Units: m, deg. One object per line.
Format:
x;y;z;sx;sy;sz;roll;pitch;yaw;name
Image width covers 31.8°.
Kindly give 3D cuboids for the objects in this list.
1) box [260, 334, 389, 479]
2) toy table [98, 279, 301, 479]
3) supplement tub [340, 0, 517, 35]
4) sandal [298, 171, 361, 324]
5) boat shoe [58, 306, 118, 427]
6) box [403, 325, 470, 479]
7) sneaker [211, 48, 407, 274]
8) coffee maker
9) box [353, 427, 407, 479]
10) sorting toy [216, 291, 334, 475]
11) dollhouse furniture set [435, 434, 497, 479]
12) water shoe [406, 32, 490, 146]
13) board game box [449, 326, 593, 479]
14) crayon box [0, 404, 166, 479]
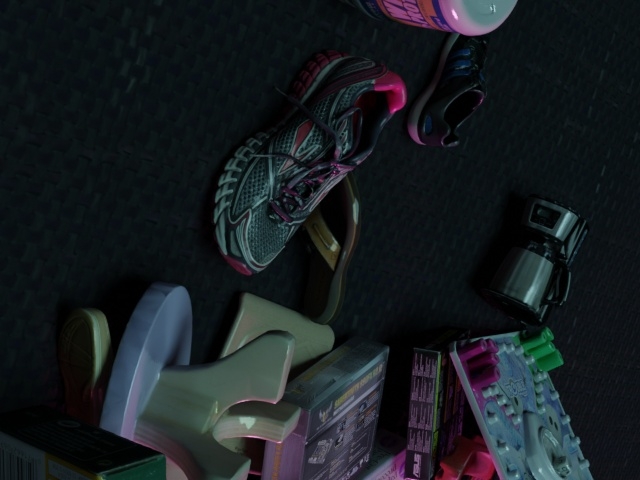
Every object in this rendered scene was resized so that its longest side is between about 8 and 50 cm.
0.005;0.245;1.439;0.231;0.056;0.183;-29;131;-58;box
-0.129;0.196;1.190;0.252;0.160;0.274;-48;151;-64;toy table
0.115;-0.316;1.273;0.144;0.199;0.144;-21;120;-42;supplement tub
0.000;0.000;1.382;0.060;0.090;0.219;2;112;-26;sandal
-0.234;0.138;1.178;0.059;0.063;0.170;-26;133;-43;boat shoe
0.170;0.232;1.622;0.184;0.045;0.191;-15;111;-66;box
-0.017;-0.092;1.285;0.299;0.112;0.121;-58;139;-13;sneaker
0.330;0.031;1.743;0.178;0.120;0.171;-63;179;-7;coffee maker
0.003;0.368;1.534;0.324;0.067;0.063;-29;125;-37;box
-0.077;0.182;1.394;0.193;0.038;0.208;26;81;-50;sorting toy
0.243;0.397;1.651;0.201;0.152;0.374;-61;163;-10;dollhouse furniture set
0.194;-0.210;1.498;0.073;0.080;0.203;40;75;-49;water shoe
0.343;0.315;1.653;0.390;0.050;0.390;3;63;-64;board game box
-0.243;0.345;1.106;0.083;0.203;0.323;-9;104;-46;crayon box
